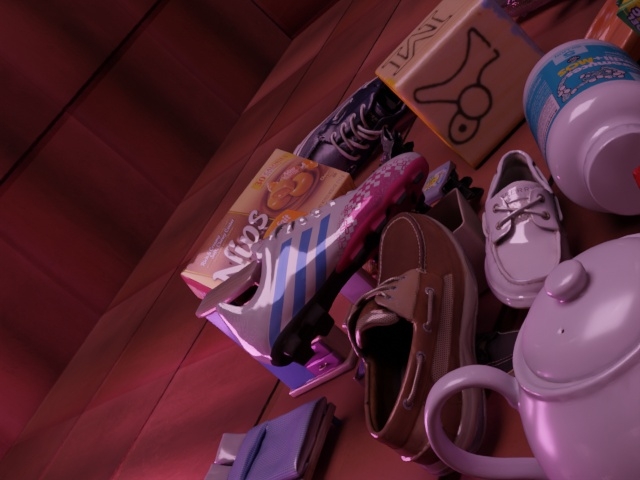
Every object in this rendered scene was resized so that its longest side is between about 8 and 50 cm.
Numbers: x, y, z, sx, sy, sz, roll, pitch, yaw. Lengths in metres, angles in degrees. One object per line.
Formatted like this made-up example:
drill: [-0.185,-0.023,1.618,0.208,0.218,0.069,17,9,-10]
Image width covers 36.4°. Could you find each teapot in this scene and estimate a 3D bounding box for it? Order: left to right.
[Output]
teapot: [0.235,0.088,0.741,0.256,0.187,0.252,-55,18,-18]

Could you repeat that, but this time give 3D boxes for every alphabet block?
alphabet block: [0.229,-0.262,1.533,0.197,0.192,0.193,-45,15,8]

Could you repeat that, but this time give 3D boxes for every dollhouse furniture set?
dollhouse furniture set: [-0.067,0.189,1.252,0.286,0.198,0.303,-34,23,41]

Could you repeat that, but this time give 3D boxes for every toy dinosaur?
toy dinosaur: [0.113,-0.020,1.420,0.218,0.164,0.322,-56,25,21]

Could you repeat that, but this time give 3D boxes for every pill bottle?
pill bottle: [0.315,-0.123,1.080,0.146,0.146,0.264,-42,18,20]

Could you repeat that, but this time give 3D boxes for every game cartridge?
game cartridge: [0.188,-0.093,1.558,0.056,0.017,0.083,-28,26,42]

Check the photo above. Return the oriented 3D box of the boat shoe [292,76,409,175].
boat shoe: [0.062,-0.214,1.940,0.340,0.127,0.158,-54,10,-21]

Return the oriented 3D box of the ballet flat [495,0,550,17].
ballet flat: [0.415,-0.452,1.738,0.250,0.058,0.084,-15,40,54]

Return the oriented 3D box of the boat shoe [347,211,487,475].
boat shoe: [0.094,0.088,1.039,0.123,0.116,0.324,-49,31,36]

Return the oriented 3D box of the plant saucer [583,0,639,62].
plant saucer: [0.401,-0.274,1.309,0.200,0.037,0.200,-63,6,12]

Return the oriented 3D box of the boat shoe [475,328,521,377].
boat shoe: [0.171,0.126,1.052,0.152,0.049,0.056,-32,25,47]

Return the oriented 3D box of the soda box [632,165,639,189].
soda box: [0.300,0.036,0.555,0.092,0.263,0.083,-40,17,24]

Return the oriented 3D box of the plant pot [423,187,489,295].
plant pot: [0.168,0.019,1.218,0.109,0.096,0.109,-43,18,20]

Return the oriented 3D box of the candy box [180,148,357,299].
candy box: [-0.088,-0.008,1.792,0.183,0.087,0.316,22,67,34]

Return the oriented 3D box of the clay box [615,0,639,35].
clay box: [0.434,-0.260,1.086,0.053,0.127,0.222,-56,11,-22]

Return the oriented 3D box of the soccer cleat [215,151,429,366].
soccer cleat: [0.000,0.000,1.214,0.331,0.143,0.116,-52,-21,-11]

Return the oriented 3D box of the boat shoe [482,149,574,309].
boat shoe: [0.227,-0.022,1.112,0.098,0.096,0.277,-11,27,9]
